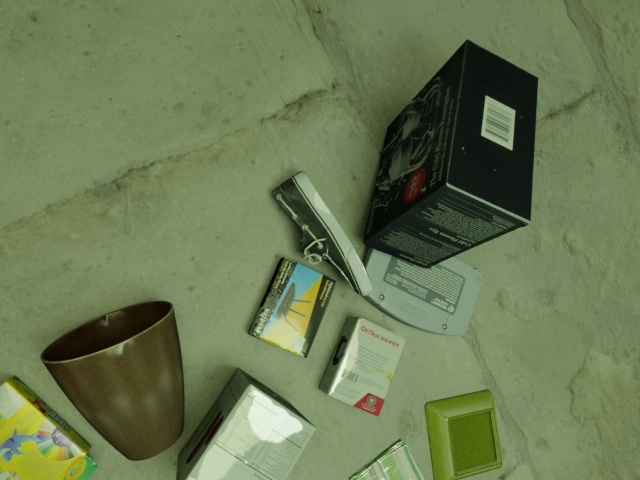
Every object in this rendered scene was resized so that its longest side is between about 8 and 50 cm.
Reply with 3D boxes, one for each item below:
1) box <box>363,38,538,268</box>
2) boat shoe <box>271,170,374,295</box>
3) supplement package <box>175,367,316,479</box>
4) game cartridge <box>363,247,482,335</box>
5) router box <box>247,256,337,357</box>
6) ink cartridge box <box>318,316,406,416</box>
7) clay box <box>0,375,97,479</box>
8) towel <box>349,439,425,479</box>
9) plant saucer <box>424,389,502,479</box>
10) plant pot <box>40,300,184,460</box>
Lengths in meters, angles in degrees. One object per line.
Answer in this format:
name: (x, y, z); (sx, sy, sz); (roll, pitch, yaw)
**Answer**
box: (0.260, -0.157, 0.911); (0.179, 0.312, 0.343); (21, 65, -13)
boat shoe: (0.000, -0.001, 0.938); (0.105, 0.113, 0.306); (-33, 87, -1)
supplement package: (-0.144, 0.374, 0.806); (0.149, 0.194, 0.203); (37, 73, -9)
game cartridge: (0.233, 0.104, 1.035); (0.297, 0.062, 0.198); (27, 80, -13)
router box: (-0.059, 0.143, 0.941); (0.133, 0.046, 0.179); (26, 76, -13)
ink cartridge box: (0.093, 0.272, 0.958); (0.127, 0.072, 0.175); (27, 76, -12)
clay box: (-0.516, 0.365, 0.766); (0.127, 0.053, 0.222); (-44, 98, -18)
towel: (0.151, 0.534, 0.968); (0.152, 0.023, 0.113); (-28, 91, -18)
plant saucer: (0.349, 0.466, 1.027); (0.188, 0.045, 0.188); (-5, 84, -18)
plant pot: (-0.332, 0.257, 0.776); (0.215, 0.215, 0.230); (-20, 104, -19)
